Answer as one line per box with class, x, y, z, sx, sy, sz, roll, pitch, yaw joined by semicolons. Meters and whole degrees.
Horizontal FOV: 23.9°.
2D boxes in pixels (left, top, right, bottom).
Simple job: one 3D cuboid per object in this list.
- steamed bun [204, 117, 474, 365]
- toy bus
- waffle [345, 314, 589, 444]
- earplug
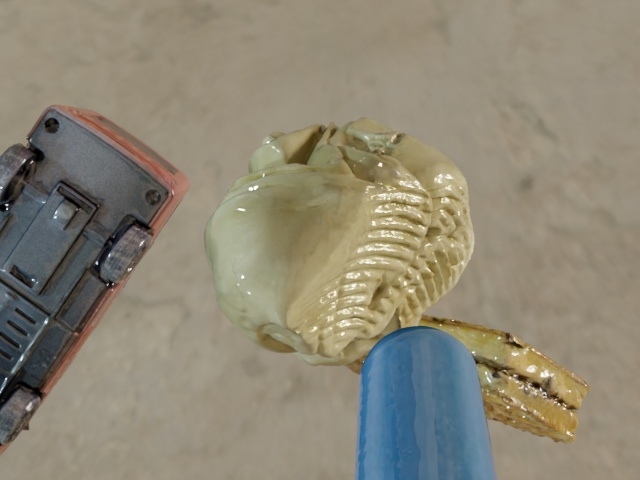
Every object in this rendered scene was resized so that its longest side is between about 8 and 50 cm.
steamed bun;-0.001;-0.002;1.588;0.203;0.276;0.289;30;62;34
toy bus;-0.351;0.049;1.855;0.203;0.233;0.427;36;99;1
waffle;0.167;0.162;1.962;0.213;0.308;0.091;33;73;-46
earplug;0.086;0.186;1.262;0.132;0.273;0.132;0;135;0
